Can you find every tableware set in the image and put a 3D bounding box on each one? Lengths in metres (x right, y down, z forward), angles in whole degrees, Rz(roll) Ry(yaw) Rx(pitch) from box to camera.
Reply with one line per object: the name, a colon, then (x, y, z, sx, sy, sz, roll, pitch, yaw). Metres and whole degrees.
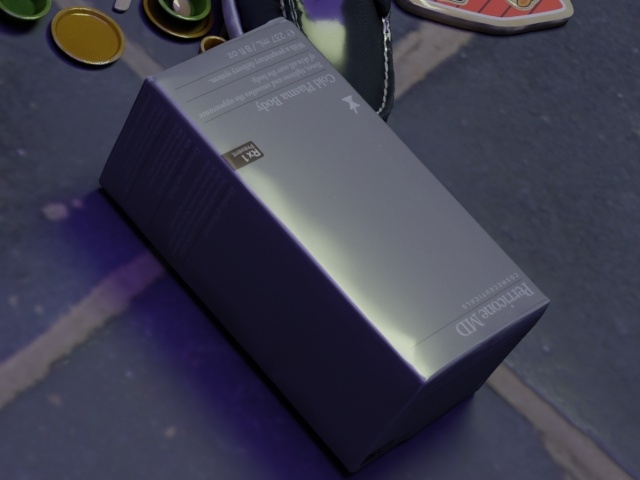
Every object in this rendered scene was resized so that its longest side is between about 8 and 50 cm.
tableware set: (-0.126, -0.148, 1.132, 0.154, 0.024, 0.104, 23, 48, -10)

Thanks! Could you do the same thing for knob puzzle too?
knob puzzle: (0.109, -0.224, 1.309, 0.213, 0.030, 0.213, 14, 50, -17)

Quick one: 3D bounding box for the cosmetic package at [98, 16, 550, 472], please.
cosmetic package: (0.000, 0.000, 1.027, 0.238, 0.107, 0.127, 45, 45, 15)

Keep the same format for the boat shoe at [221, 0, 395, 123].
boat shoe: (-0.005, -0.192, 1.172, 0.114, 0.091, 0.302, 9, 52, -40)
